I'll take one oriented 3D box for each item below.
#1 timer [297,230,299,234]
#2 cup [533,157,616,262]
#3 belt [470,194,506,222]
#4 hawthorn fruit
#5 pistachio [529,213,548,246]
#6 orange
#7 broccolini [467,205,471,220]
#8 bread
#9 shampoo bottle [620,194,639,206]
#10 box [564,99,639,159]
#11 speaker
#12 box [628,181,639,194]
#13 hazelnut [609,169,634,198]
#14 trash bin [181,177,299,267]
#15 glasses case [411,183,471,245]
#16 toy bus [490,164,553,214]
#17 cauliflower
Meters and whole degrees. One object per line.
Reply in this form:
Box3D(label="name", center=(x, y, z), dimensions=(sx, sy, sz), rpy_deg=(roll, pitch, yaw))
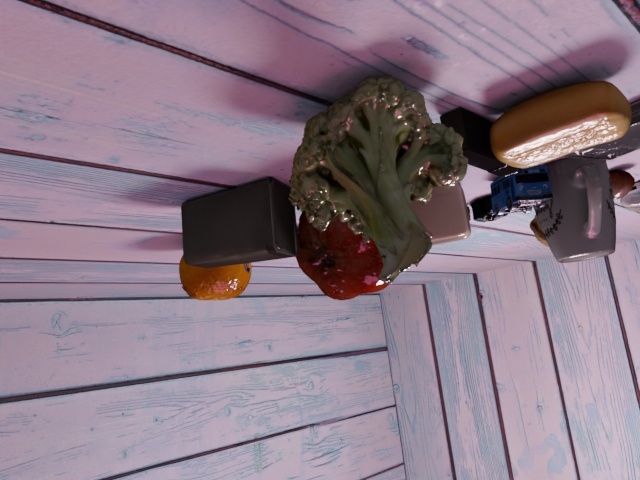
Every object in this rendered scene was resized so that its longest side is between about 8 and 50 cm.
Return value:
Box3D(label="timer", center=(0.000, 0.000, 1.694), dimensions=(0.190, 0.069, 0.208), rpy_deg=(-13, 166, 26))
Box3D(label="cup", center=(0.623, -0.079, 1.297), dimensions=(0.186, 0.234, 0.258), rpy_deg=(-9, 166, 8))
Box3D(label="belt", center=(0.497, -0.090, 1.583), dimensions=(0.105, 0.058, 0.140), rpy_deg=(-8, 169, 6))
Box3D(label="hawthorn fruit", center=(0.103, -0.020, 1.272), dimensions=(0.287, 0.287, 0.330), rpy_deg=(-20, -171, 47))
Box3D(label="pistachio", center=(0.806, -0.052, 1.722), dimensions=(0.292, 0.182, 0.162), rpy_deg=(-6, 131, -20))
Box3D(label="orange", center=(-0.320, 0.090, 1.640), dimensions=(0.219, 0.193, 0.219), rpy_deg=(-22, 168, -5))
Box3D(label="broccolini", center=(0.370, -0.062, 1.645), dimensions=(0.073, 0.058, 0.201), rpy_deg=(12, 158, -39))
Box3D(label="bread", center=(0.393, -0.198, 0.902), dimensions=(0.217, 0.098, 0.147), rpy_deg=(-18, 164, 33))
Box3D(label="shampoo bottle", center=(1.056, -0.126, 1.767), dimensions=(0.108, 0.052, 0.220), rpy_deg=(-17, 165, 35))
Box3D(label="box", center=(0.630, -0.224, 1.055), dimensions=(0.210, 0.045, 0.270), rpy_deg=(-1, 167, -31))
Box3D(label="speaker", center=(0.300, -0.175, 0.996), dimensions=(0.044, 0.082, 0.218), rpy_deg=(-17, 166, 41))
Box3D(label="box", center=(1.069, -0.169, 1.595), dimensions=(0.284, 0.044, 0.142), rpy_deg=(-4, 172, -13))
Box3D(label="hazelnut", center=(0.790, -0.148, 1.437), dimensions=(0.086, 0.087, 0.086), rpy_deg=(-7, 168, -1))
Box3D(label="trash bin", center=(-0.184, -0.028, 1.217), dimensions=(0.240, 0.164, 0.122), rpy_deg=(-11, 168, 22))
Box3D(label="glasses case", center=(0.215, -0.047, 1.417), dimensions=(0.336, 0.144, 0.076), rpy_deg=(-10, 168, 20))
Box3D(label="toy bus", center=(0.481, -0.121, 1.306), dimensions=(0.089, 0.106, 0.185), rpy_deg=(-3, 174, -1))
Box3D(label="cauliflower", center=(0.103, -0.093, 0.847), dimensions=(0.260, 0.281, 0.327), rpy_deg=(-37, 157, -14))
